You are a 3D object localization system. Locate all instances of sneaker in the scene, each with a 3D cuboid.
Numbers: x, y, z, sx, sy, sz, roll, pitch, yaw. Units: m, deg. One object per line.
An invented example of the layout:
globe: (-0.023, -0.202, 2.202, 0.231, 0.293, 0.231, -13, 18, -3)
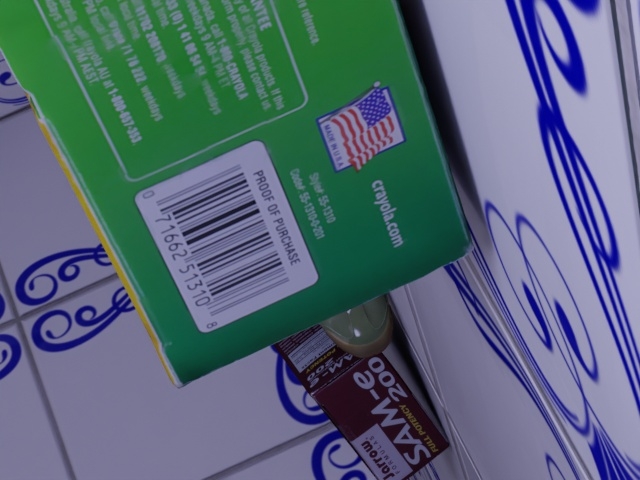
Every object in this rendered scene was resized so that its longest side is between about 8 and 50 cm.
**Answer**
sneaker: (0.000, 0.000, 1.567, 0.086, 0.064, 0.192, 61, -174, -64)

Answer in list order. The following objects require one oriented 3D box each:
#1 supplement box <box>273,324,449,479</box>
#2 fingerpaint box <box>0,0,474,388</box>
supplement box: (0.013, 0.107, 1.699, 0.130, 0.073, 0.239, 54, 178, -30)
fingerpaint box: (-0.110, -0.222, 0.838, 0.445, 0.163, 0.371, 68, 176, -45)
